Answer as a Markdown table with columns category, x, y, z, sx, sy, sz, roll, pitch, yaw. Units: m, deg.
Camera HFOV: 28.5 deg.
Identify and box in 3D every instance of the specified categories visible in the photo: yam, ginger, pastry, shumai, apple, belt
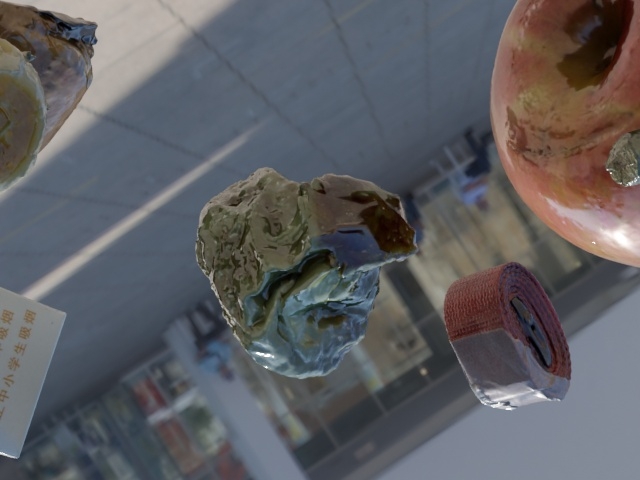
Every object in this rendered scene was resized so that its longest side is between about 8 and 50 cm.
| category | x | y | z | sx | sy | sz | roll | pitch | yaw |
| --- | --- | --- | --- | --- | --- | --- | --- | --- | --- |
| yam | 0.264 | -0.068 | 0.978 | 0.094 | 0.043 | 0.043 | -9 | 165 | -31 |
| ginger | -0.409 | -0.183 | 1.546 | 0.200 | 0.223 | 0.269 | 10 | -176 | -43 |
| pastry | -0.325 | -0.114 | 1.149 | 0.088 | 0.165 | 0.166 | 18 | -148 | 33 |
| shumai | 0.000 | 0.000 | 1.365 | 0.222 | 0.225 | 0.260 | -43 | -150 | 19 |
| apple | 0.356 | -0.139 | 1.229 | 0.364 | 0.364 | 0.364 | -33 | 178 | -1 |
| belt | 0.247 | 0.135 | 1.716 | 0.124 | 0.201 | 0.128 | -20 | -170 | 42 |

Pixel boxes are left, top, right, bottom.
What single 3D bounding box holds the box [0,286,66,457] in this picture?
| category | x | y | z | sx | sy | sz | roll | pitch | yaw |
| --- | --- | --- | --- | --- | --- | --- | --- | --- | --- |
| box | -0.299 | 0.073 | 0.924 | 0.032 | 0.220 | 0.122 | 1 | -111 | 48 |
